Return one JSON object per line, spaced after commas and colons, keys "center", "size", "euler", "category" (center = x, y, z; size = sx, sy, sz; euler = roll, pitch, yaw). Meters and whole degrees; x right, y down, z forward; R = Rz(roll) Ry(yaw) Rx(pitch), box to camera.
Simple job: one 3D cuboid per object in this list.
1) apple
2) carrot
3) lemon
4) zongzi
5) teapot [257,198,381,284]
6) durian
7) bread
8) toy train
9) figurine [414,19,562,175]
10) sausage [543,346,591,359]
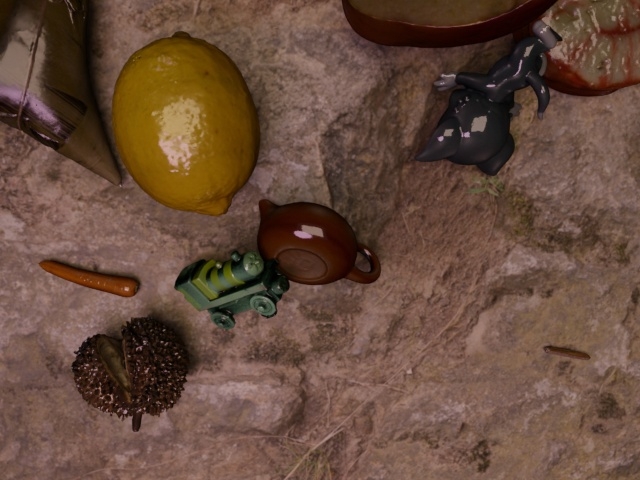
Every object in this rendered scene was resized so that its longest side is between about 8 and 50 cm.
{"center": [0.200, -0.455, 0.709], "size": [0.365, 0.328, 0.295], "euler": [-11, 124, 15], "category": "apple"}
{"center": [-0.432, 0.069, 0.870], "size": [0.190, 0.037, 0.037], "euler": [14, 96, -3], "category": "carrot"}
{"center": [-0.212, -0.181, 0.753], "size": [0.236, 0.236, 0.263], "euler": [6, 80, -4], "category": "lemon"}
{"center": [-0.405, -0.279, 0.794], "size": [0.300, 0.145, 0.273], "euler": [33, 89, -23], "category": "zongzi"}
{"center": [0.000, 0.000, 0.837], "size": [0.252, 0.178, 0.135], "euler": [24, 56, -14], "category": "teapot"}
{"center": [-0.329, 0.235, 0.825], "size": [0.196, 0.167, 0.196], "euler": [-7, 70, 21], "category": "durian"}
{"center": [0.499, -0.419, 0.816], "size": [0.295, 0.114, 0.327], "euler": [17, 95, -6], "category": "bread"}
{"center": [-0.150, 0.080, 0.821], "size": [0.200, 0.083, 0.132], "euler": [-24, 119, 35], "category": "toy train"}
{"center": [0.305, -0.228, 0.798], "size": [0.193, 0.265, 0.140], "euler": [9, 61, -34], "category": "figurine"}
{"center": [0.497, 0.227, 0.945], "size": [0.100, 0.015, 0.015], "euler": [11, 96, -4], "category": "sausage"}
